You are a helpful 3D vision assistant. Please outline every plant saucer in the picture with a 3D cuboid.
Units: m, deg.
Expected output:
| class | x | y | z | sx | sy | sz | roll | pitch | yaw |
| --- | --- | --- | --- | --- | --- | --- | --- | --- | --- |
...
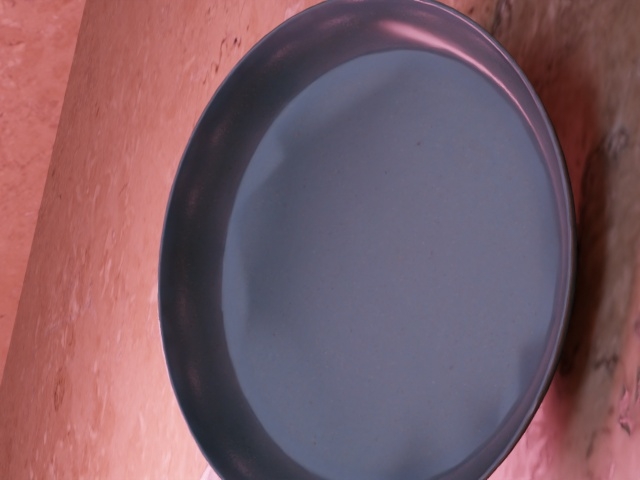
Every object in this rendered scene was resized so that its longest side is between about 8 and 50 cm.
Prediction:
| class | x | y | z | sx | sy | sz | roll | pitch | yaw |
| --- | --- | --- | --- | --- | --- | --- | --- | --- | --- |
| plant saucer | 0.024 | 0.015 | 0.938 | 0.318 | 0.044 | 0.317 | -7 | 79 | 41 |

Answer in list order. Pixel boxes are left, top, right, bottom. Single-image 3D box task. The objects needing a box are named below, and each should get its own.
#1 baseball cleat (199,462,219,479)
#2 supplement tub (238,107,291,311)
| class | x | y | z | sx | sy | sz | roll | pitch | yaw |
| --- | --- | --- | --- | --- | --- | --- | --- | --- | --- |
| baseball cleat | -0.033 | 0.157 | 1.195 | 0.109 | 0.072 | 0.206 | 62 | 145 | 40 |
| supplement tub | 0.000 | 0.000 | 1.072 | 0.117 | 0.117 | 0.190 | -168 | 88 | -71 |
